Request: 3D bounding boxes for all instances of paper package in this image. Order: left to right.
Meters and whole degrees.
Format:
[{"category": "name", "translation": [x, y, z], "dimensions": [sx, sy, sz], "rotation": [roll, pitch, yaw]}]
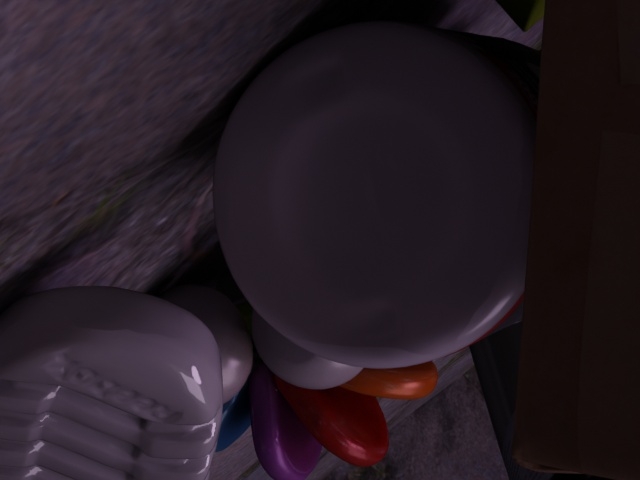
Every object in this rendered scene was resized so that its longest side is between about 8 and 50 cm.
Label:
[{"category": "paper package", "translation": [0.234, -0.060, 0.786], "dimensions": [0.168, 0.325, 0.309], "rotation": [7, -174, 37]}]

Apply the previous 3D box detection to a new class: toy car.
[{"category": "toy car", "translation": [-0.014, 0.078, 1.127], "dimensions": [0.182, 0.136, 0.159], "rotation": [-12, -176, 23]}]

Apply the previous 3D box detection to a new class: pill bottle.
[{"category": "pill bottle", "translation": [0.067, -0.029, 0.966], "dimensions": [0.161, 0.161, 0.283], "rotation": [-43, 170, 17]}]

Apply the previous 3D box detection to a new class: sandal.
[{"category": "sandal", "translation": [-0.138, 0.126, 1.036], "dimensions": [0.416, 0.169, 0.102], "rotation": [127, -24, -52]}]

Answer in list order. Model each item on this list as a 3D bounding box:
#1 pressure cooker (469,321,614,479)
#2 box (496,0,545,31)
[{"category": "pressure cooker", "translation": [0.285, 0.032, 1.404], "dimensions": [0.375, 0.420, 0.370], "rotation": [21, 131, -41]}, {"category": "box", "translation": [0.144, -0.181, 0.919], "dimensions": [0.109, 0.042, 0.178], "rotation": [-39, 169, -15]}]
